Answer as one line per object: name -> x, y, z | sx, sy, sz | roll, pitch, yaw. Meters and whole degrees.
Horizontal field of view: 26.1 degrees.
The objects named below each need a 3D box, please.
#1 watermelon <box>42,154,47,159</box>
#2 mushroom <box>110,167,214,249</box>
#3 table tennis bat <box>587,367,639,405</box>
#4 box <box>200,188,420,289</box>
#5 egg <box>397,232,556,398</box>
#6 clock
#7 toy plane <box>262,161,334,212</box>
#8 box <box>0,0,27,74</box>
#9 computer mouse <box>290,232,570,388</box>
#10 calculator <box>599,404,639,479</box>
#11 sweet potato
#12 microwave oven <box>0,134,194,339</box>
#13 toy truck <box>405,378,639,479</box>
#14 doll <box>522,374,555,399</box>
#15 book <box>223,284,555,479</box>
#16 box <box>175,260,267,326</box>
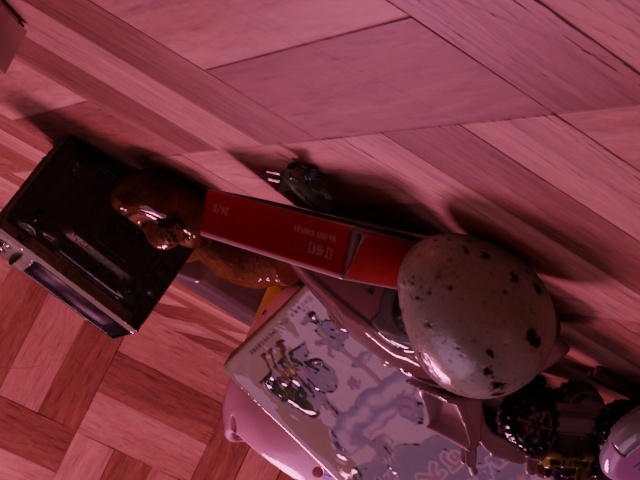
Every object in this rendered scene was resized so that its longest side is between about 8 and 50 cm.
watermelon -> -0.302, -0.033, 1.840 | 0.129, 0.123, 0.301 | 46, 171, 12
mushroom -> -0.178, -0.030, 1.553 | 0.127, 0.087, 0.127 | 24, 165, 7
table tennis bat -> 0.362, 0.176, 1.503 | 0.158, 0.014, 0.095 | 25, 173, -10
box -> 0.000, 0.001, 1.295 | 0.123, 0.050, 0.229 | 10, -176, -41
egg -> 0.126, 0.061, 1.180 | 0.164, 0.131, 0.131 | 45, 162, -23
clock -> 0.059, 0.245, 1.897 | 0.376, 0.250, 0.368 | 24, 170, 10
toy plane -> -0.012, -0.048, 1.231 | 0.080, 0.033, 0.083 | 15, 172, 41
box -> -0.333, -0.204, 1.158 | 0.130, 0.051, 0.129 | 23, 169, 17
computer mouse -> 0.079, 0.075, 1.404 | 0.389, 0.115, 0.199 | 14, 161, 46
calculator -> 0.399, 0.230, 1.408 | 0.246, 0.045, 0.141 | 30, 125, -24
sweet potato -> -0.117, 0.017, 1.708 | 0.281, 0.059, 0.067 | 14, 121, 50
microwave oven -> -0.271, -0.002, 1.643 | 0.205, 0.163, 0.129 | 38, 160, -15
toy truck -> 0.229, 0.204, 1.466 | 0.286, 0.111, 0.136 | 9, -178, -20
doll -> 0.221, 0.183, 1.668 | 0.127, 0.088, 0.248 | -2, -174, -19
book -> 0.079, 0.212, 1.643 | 0.371, 0.043, 0.260 | 43, 133, -2
box -> -0.132, 0.073, 2.040 | 0.103, 0.055, 0.243 | 18, 167, 39
